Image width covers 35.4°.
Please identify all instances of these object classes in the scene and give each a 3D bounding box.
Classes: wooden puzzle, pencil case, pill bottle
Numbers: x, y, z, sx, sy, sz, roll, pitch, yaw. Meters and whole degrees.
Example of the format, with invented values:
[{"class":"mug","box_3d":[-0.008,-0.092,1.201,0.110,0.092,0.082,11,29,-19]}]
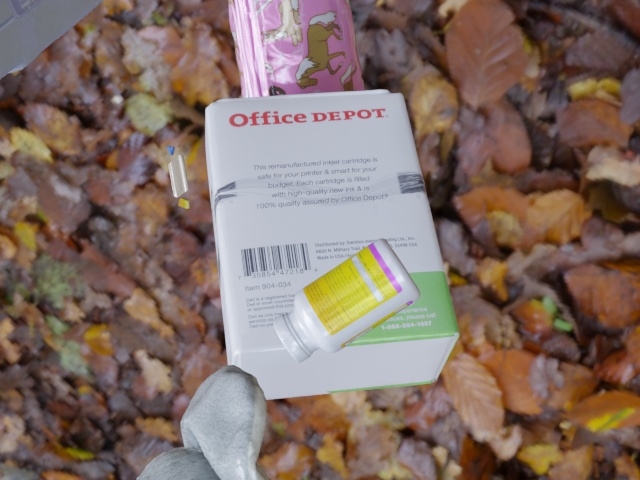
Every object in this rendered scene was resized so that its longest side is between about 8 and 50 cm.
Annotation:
[{"class":"wooden puzzle","box_3d":[-0.250,-0.113,1.783,0.079,0.014,0.116,-1,98,65]},{"class":"pencil case","box_3d":[-0.035,-0.227,1.122,0.160,0.167,0.385,-10,105,-7]},{"class":"pill bottle","box_3d":[0.014,0.038,0.593,0.083,0.043,0.043,-33,105,3]}]

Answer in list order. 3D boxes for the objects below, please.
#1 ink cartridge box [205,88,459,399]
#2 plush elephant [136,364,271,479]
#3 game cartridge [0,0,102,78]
[{"class":"ink cartridge box","box_3d":[0.000,0.000,0.953,0.199,0.272,0.114,-4,149,-8]},{"class":"plush elephant","box_3d":[-0.047,0.252,0.708,0.272,0.330,0.255,-45,58,5]},{"class":"game cartridge","box_3d":[-0.235,-0.300,0.829,0.068,0.355,0.230,11,135,27]}]
